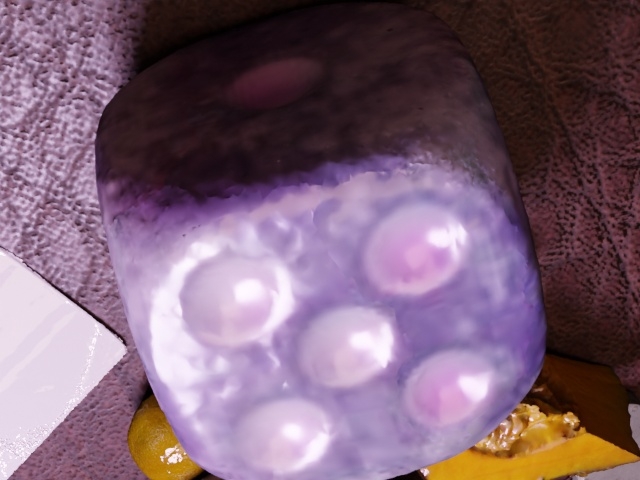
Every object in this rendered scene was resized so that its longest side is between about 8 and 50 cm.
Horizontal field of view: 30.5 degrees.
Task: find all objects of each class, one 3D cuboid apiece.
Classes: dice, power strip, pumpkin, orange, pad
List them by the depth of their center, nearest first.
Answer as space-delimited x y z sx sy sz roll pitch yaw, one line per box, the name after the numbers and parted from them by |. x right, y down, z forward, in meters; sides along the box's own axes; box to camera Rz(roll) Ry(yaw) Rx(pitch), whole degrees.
0.000 0.000 0.865 0.270 0.270 0.271 -16 123 0 | dice
-0.297 0.132 1.013 0.232 0.004 0.156 -46 118 1 | pad
-0.127 0.173 1.059 0.095 0.085 0.085 -41 120 18 | orange
0.170 0.165 1.079 0.248 0.131 0.126 21 116 -24 | pumpkin
0.301 0.245 1.215 0.080 0.029 0.227 -17 122 -4 | power strip

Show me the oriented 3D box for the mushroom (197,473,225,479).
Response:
-0.015 0.333 1.081 0.290 0.292 0.292 -12 125 -28 | mushroom
